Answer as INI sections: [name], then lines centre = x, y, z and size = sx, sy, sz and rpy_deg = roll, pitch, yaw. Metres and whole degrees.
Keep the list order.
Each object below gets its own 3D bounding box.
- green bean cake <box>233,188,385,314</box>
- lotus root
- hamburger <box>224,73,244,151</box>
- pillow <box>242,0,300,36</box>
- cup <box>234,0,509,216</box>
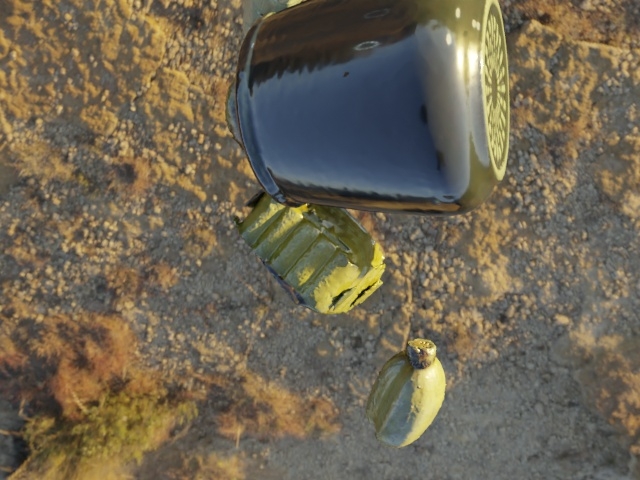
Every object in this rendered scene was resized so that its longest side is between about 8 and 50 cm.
[green bean cake]
centre = 0.000, 0.000, 1.438
size = 0.310, 0.285, 0.202
rpy_deg = 46, 102, 14
[lotus root]
centre = 0.112, 0.193, 0.818
size = 0.077, 0.090, 0.183
rpy_deg = -4, 132, -23
[hamburger]
centre = -0.062, -0.230, 1.290
size = 0.309, 0.132, 0.211
rpy_deg = 39, 106, -23
[pillow]
centre = -0.014, -0.369, 0.724
size = 0.076, 0.274, 0.280
rpy_deg = 21, 88, -12
[cup]
centre = 0.049, -0.102, 0.485
size = 0.177, 0.223, 0.169
rpy_deg = -4, 98, 23
